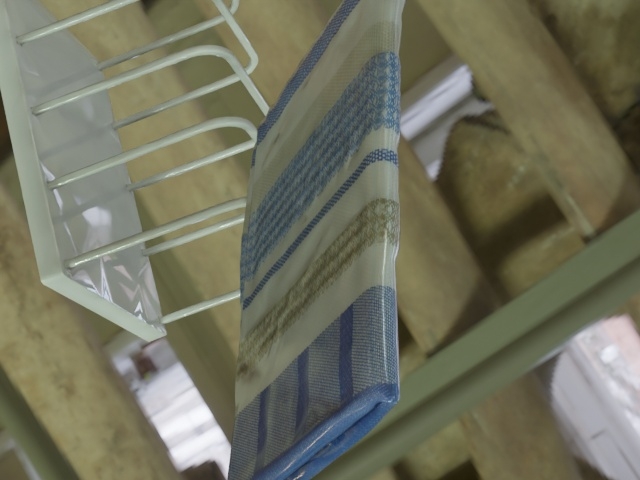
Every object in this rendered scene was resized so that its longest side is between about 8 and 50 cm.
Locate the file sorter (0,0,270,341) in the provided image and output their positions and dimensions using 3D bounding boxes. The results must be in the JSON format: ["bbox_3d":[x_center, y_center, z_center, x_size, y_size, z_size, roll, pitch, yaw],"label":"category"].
[{"bbox_3d":[-0.131,-0.094,0.957,0.173,0.277,0.193,-21,158,8],"label":"file sorter"}]

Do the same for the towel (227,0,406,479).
[{"bbox_3d":[0.000,0.000,0.688,0.034,0.285,0.209,14,146,-19],"label":"towel"}]
